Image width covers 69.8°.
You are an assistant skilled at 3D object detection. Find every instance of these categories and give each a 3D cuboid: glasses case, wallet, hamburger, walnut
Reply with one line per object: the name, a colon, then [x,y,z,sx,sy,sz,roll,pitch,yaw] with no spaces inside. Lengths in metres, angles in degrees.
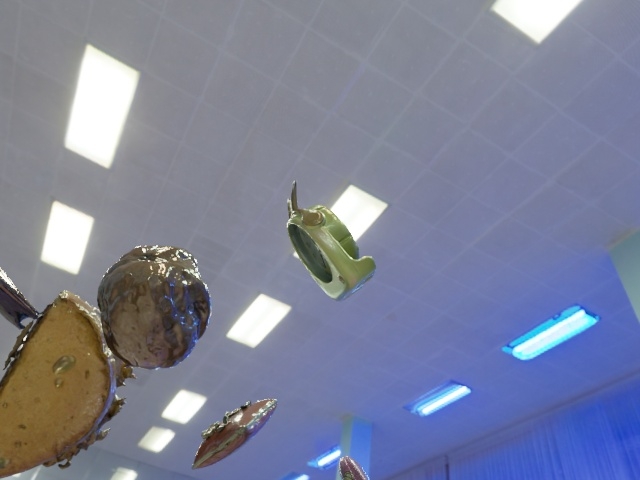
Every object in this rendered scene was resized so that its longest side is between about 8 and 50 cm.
glasses case: [0.135,0.703,1.173,0.076,0.316,0.123,-28,-46,-10]
wallet: [-0.472,0.023,0.620,0.161,0.042,0.195,18,-41,39]
hamburger: [-0.635,0.375,1.148,0.287,0.445,0.268,28,-16,-15]
walnut: [-0.362,0.146,1.011,0.227,0.273,0.273,-13,-42,-23]

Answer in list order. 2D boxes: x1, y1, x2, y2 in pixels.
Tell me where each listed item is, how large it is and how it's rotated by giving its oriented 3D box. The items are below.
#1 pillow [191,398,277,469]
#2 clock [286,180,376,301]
pillow: [-0.193,0.423,1.036,0.171,0.179,0.075,-37,-97,16]
clock: [0.000,0.000,0.864,0.231,0.069,0.170,53,-19,9]
